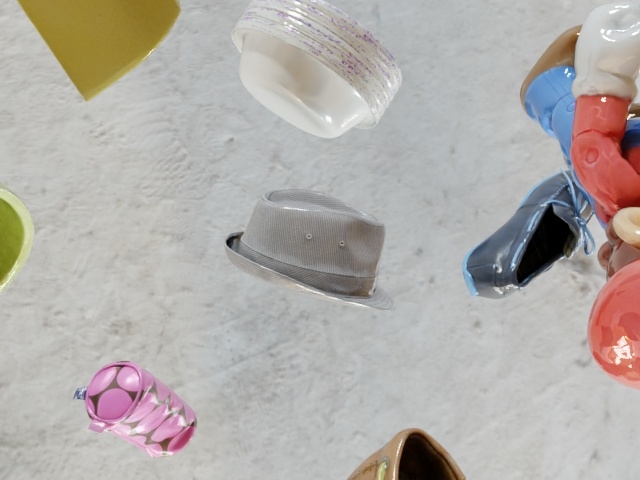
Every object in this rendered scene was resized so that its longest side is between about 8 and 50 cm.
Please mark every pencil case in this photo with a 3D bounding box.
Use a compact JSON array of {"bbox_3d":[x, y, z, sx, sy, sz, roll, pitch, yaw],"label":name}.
[{"bbox_3d":[-0.245,0.240,1.099,0.209,0.095,0.098,60,39,-58],"label":"pencil case"}]

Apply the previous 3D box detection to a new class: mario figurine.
[{"bbox_3d":[0.238,-0.031,0.490,0.198,0.320,0.170,11,125,-11],"label":"mario figurine"}]

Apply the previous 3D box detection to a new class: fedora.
[{"bbox_3d":[0.000,0.000,1.184,0.276,0.243,0.124,16,102,-9],"label":"fedora"}]

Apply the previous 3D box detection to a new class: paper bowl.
[{"bbox_3d":[-0.020,-0.278,1.323,0.284,0.284,0.148,35,84,-36],"label":"paper bowl"}]

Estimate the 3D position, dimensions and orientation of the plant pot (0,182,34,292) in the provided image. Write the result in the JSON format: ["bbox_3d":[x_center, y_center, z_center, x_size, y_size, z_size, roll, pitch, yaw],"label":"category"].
[{"bbox_3d":[-0.448,-0.056,0.724,0.276,0.276,0.254,-23,68,-34],"label":"plant pot"}]

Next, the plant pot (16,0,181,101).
[{"bbox_3d":[-0.138,-0.153,0.512,0.083,0.081,0.081,-29,121,0],"label":"plant pot"}]

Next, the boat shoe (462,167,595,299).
[{"bbox_3d":[0.285,-0.001,0.979,0.258,0.089,0.109,-43,114,-28],"label":"boat shoe"}]

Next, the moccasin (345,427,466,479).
[{"bbox_3d":[0.118,0.313,0.571,0.139,0.380,0.147,7,131,-21],"label":"moccasin"}]
